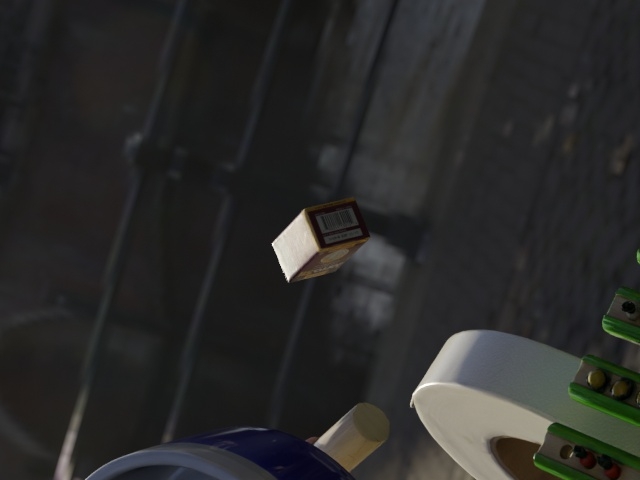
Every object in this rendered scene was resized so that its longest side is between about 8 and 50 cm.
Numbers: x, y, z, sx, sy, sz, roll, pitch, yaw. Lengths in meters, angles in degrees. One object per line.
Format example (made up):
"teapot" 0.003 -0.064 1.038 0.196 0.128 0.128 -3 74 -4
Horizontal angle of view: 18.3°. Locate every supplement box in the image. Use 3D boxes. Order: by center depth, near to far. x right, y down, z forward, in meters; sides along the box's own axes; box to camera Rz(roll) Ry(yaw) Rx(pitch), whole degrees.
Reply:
"supplement box" 0.000 0.000 1.799 0.083 0.055 0.043 -46 63 59

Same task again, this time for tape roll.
"tape roll" 0.273 0.227 1.993 0.072 0.392 0.392 -56 8 -17

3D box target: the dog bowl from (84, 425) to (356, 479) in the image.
"dog bowl" -0.066 0.267 1.402 0.104 0.265 0.265 -12 -50 -54

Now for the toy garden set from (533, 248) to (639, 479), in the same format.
"toy garden set" 0.306 0.111 1.672 0.204 0.049 0.244 21 80 43

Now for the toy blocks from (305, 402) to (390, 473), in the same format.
"toy blocks" 0.001 0.367 1.773 0.288 0.309 0.260 -38 -6 -48
